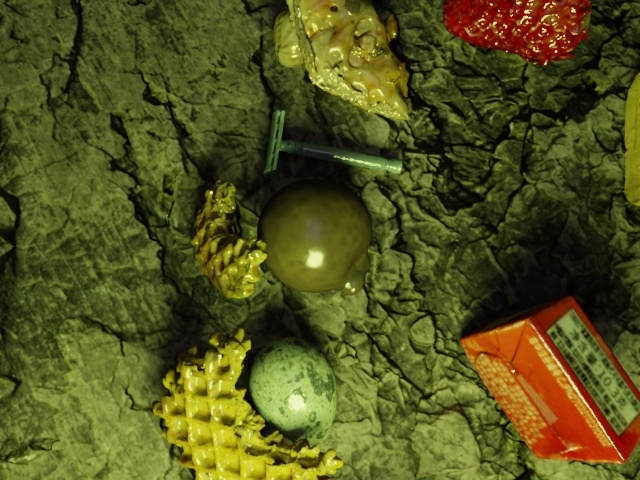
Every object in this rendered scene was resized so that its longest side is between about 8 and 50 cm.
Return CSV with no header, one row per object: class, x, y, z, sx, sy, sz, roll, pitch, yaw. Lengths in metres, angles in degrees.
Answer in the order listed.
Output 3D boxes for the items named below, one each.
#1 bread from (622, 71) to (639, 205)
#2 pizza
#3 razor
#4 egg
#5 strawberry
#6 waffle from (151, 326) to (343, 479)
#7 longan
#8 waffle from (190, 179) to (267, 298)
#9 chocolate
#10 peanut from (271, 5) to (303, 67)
bread,0.584,-0.175,1.240,0.094,0.102,0.245,6,78,0
pizza,0.059,-0.325,1.211,0.189,0.071,0.297,-28,102,-25
razor,0.024,-0.142,1.226,0.232,0.068,0.106,10,81,-8
egg,-0.039,0.232,1.114,0.132,0.132,0.172,-22,95,-7
strawberry,0.334,-0.404,1.242,0.244,0.205,0.205,-5,80,18
waffle,-0.129,0.289,1.066,0.260,0.069,0.293,-40,87,32
longan,0.000,0.000,1.143,0.185,0.159,0.204,-38,93,-9
waffle,-0.148,0.000,1.136,0.051,0.194,0.149,3,120,-36
chocolate,0.353,0.211,1.095,0.108,0.235,0.237,-30,83,-19
peanut,-0.030,-0.388,1.249,0.082,0.082,0.187,25,80,1
